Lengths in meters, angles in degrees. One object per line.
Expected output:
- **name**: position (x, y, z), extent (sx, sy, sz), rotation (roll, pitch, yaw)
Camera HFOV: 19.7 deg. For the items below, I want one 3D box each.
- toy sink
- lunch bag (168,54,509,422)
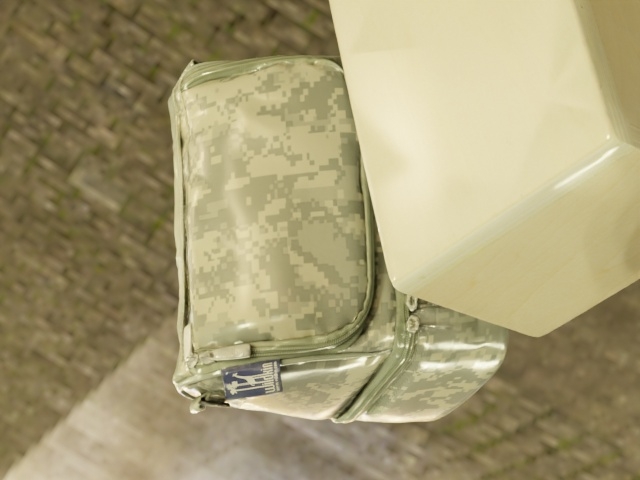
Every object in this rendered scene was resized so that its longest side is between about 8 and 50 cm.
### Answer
- **toy sink**: position (0.111, -0.092, 0.985), extent (0.131, 0.234, 0.153), rotation (19, 137, -41)
- **lunch bag**: position (0.000, 0.000, 1.536), extent (0.256, 0.305, 0.212), rotation (2, 158, -15)
